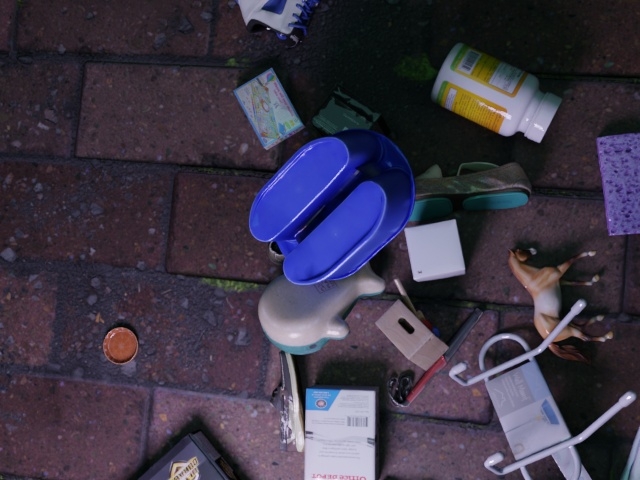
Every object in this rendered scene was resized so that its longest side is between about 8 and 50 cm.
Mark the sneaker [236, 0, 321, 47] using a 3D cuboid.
[{"bbox_3d":[-0.042,-0.532,1.780,0.316,0.127,0.182,-16,86,15],"label":"sneaker"}]

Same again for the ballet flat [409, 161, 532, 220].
[{"bbox_3d":[0.280,-0.109,1.698,0.316,0.107,0.106,-5,64,5],"label":"ballet flat"}]

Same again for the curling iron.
[{"bbox_3d":[0.242,0.244,1.693,0.274,0.035,0.068,-45,79,4],"label":"curling iron"}]

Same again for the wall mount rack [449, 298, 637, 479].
[{"bbox_3d":[0.422,0.285,1.529,0.304,0.130,0.350,-30,51,16],"label":"wall mount rack"}]

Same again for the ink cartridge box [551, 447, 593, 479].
[{"bbox_3d":[0.496,0.445,1.597,0.046,0.097,0.207,-32,81,8],"label":"ink cartridge box"}]

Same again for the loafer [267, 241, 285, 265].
[{"bbox_3d":[0.000,0.000,1.732,0.251,0.087,0.094,-18,82,8],"label":"loafer"}]

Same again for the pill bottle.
[{"bbox_3d":[0.366,-0.300,1.668,0.246,0.136,0.136,28,90,11],"label":"pill bottle"}]

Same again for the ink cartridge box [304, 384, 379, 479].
[{"bbox_3d":[0.047,0.410,1.688,0.148,0.086,0.203,1,86,10],"label":"ink cartridge box"}]

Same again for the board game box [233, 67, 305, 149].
[{"bbox_3d":[-0.115,-0.296,1.811,0.103,0.026,0.154,-29,80,7],"label":"board game box"}]

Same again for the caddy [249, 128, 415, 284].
[{"bbox_3d":[0.027,-0.064,1.589,0.341,0.179,0.241,-43,80,25],"label":"caddy"}]

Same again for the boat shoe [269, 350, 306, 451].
[{"bbox_3d":[-0.073,0.344,1.719,0.073,0.080,0.223,-9,88,4],"label":"boat shoe"}]

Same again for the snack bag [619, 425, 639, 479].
[{"bbox_3d":[0.790,0.413,1.579,0.323,0.037,0.342,19,88,12],"label":"snack bag"}]

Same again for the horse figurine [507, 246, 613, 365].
[{"bbox_3d":[0.491,0.130,1.644,0.174,0.066,0.263,-9,82,5],"label":"horse figurine"}]

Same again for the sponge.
[{"bbox_3d":[0.642,-0.116,1.655,0.117,0.031,0.210,-6,84,10],"label":"sponge"}]

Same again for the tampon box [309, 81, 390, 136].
[{"bbox_3d":[0.065,-0.241,1.705,0.120,0.161,0.101,37,92,12],"label":"tampon box"}]

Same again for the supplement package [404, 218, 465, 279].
[{"bbox_3d":[0.236,0.024,1.640,0.105,0.179,0.105,-10,84,9],"label":"supplement package"}]

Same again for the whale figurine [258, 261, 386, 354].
[{"bbox_3d":[0.004,0.139,1.709,0.272,0.141,0.216,-26,50,-15],"label":"whale figurine"}]

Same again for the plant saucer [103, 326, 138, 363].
[{"bbox_3d":[-0.453,0.239,1.831,0.083,0.013,0.083,-1,84,11],"label":"plant saucer"}]

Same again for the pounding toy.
[{"bbox_3d":[0.186,0.172,1.652,0.100,0.130,0.141,-46,56,3],"label":"pounding toy"}]

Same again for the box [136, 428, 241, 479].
[{"bbox_3d":[-0.285,0.616,1.740,0.295,0.073,0.293,-42,79,5],"label":"box"}]
